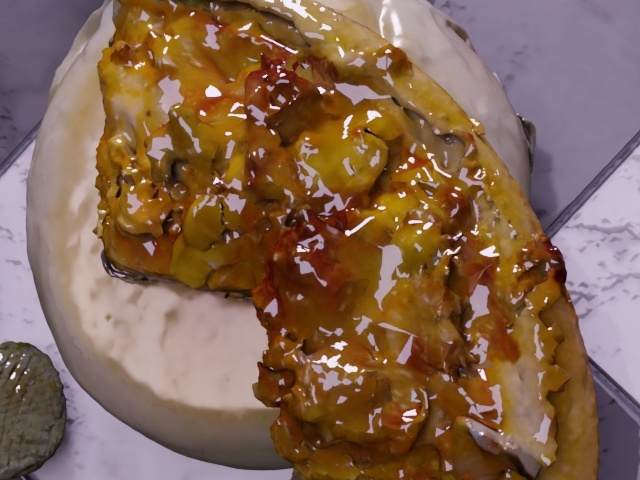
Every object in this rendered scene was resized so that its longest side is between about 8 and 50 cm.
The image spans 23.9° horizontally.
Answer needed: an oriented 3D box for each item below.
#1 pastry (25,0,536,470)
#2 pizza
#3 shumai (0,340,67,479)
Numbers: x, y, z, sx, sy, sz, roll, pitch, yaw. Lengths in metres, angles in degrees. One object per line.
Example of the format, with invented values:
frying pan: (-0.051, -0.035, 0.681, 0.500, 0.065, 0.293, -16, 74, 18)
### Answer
pastry: (-0.017, -0.015, 0.734, 0.265, 0.133, 0.265, -2, 82, 13)
pizza: (0.000, 0.000, 0.621, 0.161, 0.085, 0.305, -42, 76, 1)
shumai: (-0.186, 0.098, 0.807, 0.080, 0.082, 0.083, -34, 38, 42)
